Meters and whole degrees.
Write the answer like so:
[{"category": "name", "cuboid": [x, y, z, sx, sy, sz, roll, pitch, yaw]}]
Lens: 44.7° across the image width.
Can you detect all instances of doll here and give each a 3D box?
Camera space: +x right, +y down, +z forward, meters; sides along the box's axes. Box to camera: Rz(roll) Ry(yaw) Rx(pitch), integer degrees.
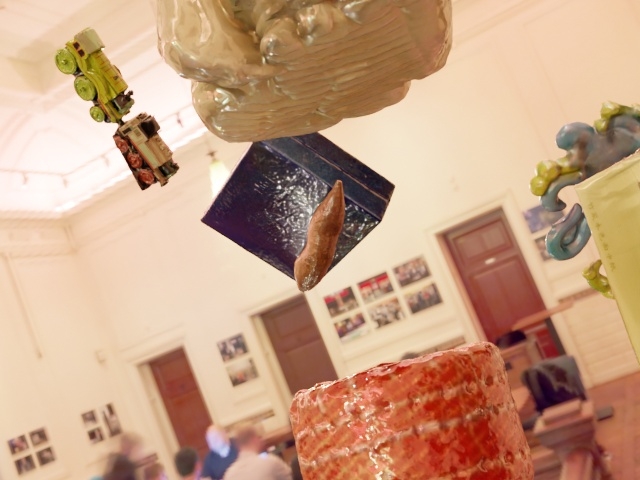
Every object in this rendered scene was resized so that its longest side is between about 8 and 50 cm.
[{"category": "doll", "cuboid": [0.492, -0.090, 1.211, 0.346, 0.341, 0.099, -54, 21, 14]}]

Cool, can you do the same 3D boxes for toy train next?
[{"category": "toy train", "cuboid": [-0.294, -0.187, 1.147, 0.085, 0.249, 0.053, -19, 22, 37]}]

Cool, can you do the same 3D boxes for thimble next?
[{"category": "thimble", "cuboid": [0.133, 0.296, 1.173, 0.350, 0.230, 0.350, -14, -13, -3]}]

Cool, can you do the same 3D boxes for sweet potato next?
[{"category": "sweet potato", "cuboid": [0.001, 0.003, 1.243, 0.051, 0.065, 0.218, 3, -54, -26]}]

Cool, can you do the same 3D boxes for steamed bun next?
[{"category": "steamed bun", "cuboid": [-0.027, -0.284, 0.920, 0.339, 0.247, 0.352, -19, -13, 12]}]

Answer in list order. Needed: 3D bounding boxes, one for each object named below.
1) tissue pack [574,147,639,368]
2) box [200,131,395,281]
[{"category": "tissue pack", "cuboid": [0.355, 0.024, 0.702, 0.159, 0.234, 0.125, -12, -10, -23]}, {"category": "box", "cuboid": [-0.048, -0.068, 1.442, 0.279, 0.261, 0.116, -47, 12, 47]}]
